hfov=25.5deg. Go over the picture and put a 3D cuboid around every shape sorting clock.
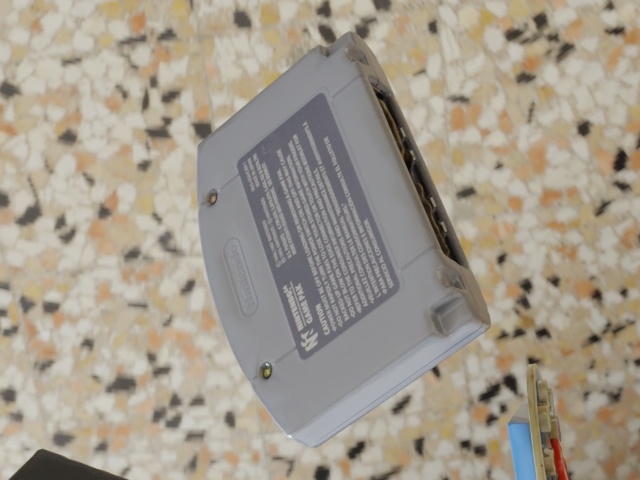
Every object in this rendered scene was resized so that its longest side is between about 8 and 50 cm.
[{"bbox_3d":[0.183,0.198,1.101,0.040,0.206,0.206,-9,117,15],"label":"shape sorting clock"}]

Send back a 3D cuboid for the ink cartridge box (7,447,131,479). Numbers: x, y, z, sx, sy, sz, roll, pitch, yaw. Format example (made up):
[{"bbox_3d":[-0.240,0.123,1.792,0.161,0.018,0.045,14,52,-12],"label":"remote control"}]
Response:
[{"bbox_3d":[-0.150,0.236,0.534,0.175,0.371,0.069,13,131,28],"label":"ink cartridge box"}]

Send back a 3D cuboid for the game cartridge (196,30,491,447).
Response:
[{"bbox_3d":[0.000,0.000,1.081,0.196,0.294,0.060,-34,142,20],"label":"game cartridge"}]
